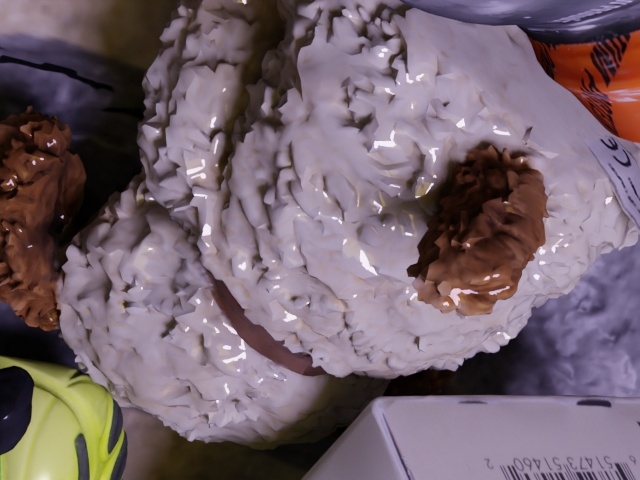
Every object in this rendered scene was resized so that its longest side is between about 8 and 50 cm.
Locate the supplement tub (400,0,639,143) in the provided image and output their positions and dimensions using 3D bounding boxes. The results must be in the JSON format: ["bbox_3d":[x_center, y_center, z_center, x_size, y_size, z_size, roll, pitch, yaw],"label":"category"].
[{"bbox_3d":[0.024,-0.194,0.353,0.207,0.207,0.338,-40,109,11],"label":"supplement tub"}]

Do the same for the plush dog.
[{"bbox_3d":[0.000,0.000,0.616,0.262,0.210,0.225,30,130,-23],"label":"plush dog"}]

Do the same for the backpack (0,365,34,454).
[{"bbox_3d":[-0.277,0.026,0.549,0.276,0.213,0.263,-38,127,11],"label":"backpack"}]

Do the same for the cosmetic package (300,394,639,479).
[{"bbox_3d":[0.019,0.194,0.671,0.160,0.113,0.309,4,137,-36],"label":"cosmetic package"}]

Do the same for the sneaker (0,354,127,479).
[{"bbox_3d":[-0.167,0.163,0.718,0.123,0.109,0.295,22,117,8],"label":"sneaker"}]
